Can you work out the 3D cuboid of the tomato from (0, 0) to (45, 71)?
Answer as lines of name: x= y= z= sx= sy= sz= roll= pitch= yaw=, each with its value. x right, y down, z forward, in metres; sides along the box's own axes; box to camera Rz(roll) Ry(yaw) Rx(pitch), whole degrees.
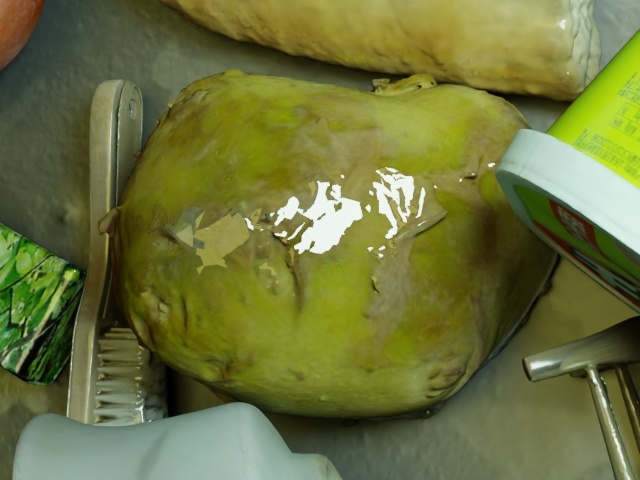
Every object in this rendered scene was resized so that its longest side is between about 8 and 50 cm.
tomato: x=-0.312 y=-0.210 z=1.205 sx=0.208 sy=0.184 sz=0.208 roll=-3 pitch=80 yaw=18

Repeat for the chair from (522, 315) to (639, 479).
chair: x=0.146 y=0.194 z=0.982 sx=0.166 sy=0.188 sz=0.272 roll=-11 pitch=82 yaw=17

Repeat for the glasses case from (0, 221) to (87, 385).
glasses case: x=-0.301 y=0.008 z=1.236 sx=0.272 sy=0.062 sz=0.095 roll=29 pitch=87 yaw=21

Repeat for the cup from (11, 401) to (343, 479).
cup: x=-0.040 y=0.238 z=0.972 sx=0.163 sy=0.347 sz=0.347 roll=-24 pitch=74 yaw=3

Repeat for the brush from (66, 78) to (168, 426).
brush: x=-0.141 y=0.041 z=1.169 sx=0.065 sy=0.070 sz=0.328 roll=-2 pitch=80 yaw=22

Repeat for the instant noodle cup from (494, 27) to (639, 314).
instant noodle cup: x=0.300 y=-0.076 z=0.933 sx=0.294 sy=0.294 sz=0.308 roll=37 pitch=89 yaw=21

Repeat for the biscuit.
biscuit: x=0.001 y=-0.335 z=1.085 sx=0.446 sy=0.104 sz=0.429 roll=13 pitch=113 yaw=21

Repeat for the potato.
potato: x=0.000 y=0.000 z=1.058 sx=0.299 sy=0.196 sz=0.247 roll=-10 pitch=80 yaw=17
